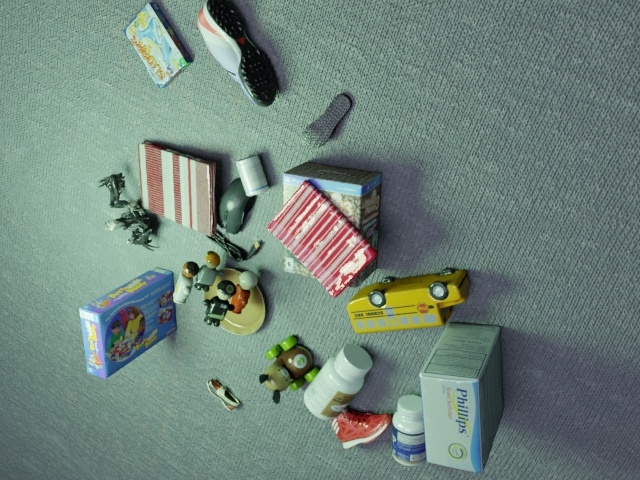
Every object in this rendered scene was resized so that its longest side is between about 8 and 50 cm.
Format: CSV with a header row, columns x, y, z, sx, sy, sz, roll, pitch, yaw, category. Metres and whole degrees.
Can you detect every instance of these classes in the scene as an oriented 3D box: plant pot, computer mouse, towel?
x,y,z,sx,sy,sz,roll,pitch,yaw,category
-0.275,0.196,2.038,0.236,0.032,0.236,10,113,24,plant pot
-0.253,-0.049,1.912,0.184,0.060,0.262,40,123,9,computer mouse
-0.448,-0.165,1.958,0.329,0.037,0.237,20,119,31,towel
0.000,0.000,1.648,0.275,0.031,0.199,46,122,5,towel

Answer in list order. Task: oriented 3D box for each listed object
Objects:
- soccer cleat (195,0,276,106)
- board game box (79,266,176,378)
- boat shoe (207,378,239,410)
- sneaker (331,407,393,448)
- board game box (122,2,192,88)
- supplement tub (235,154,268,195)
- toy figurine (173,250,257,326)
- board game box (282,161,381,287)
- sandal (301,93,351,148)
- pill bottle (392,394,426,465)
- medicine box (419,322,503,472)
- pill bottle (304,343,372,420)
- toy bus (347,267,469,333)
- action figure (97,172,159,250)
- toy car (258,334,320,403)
x,y,z,sx,sy,sz,roll,pitch,yaw,category
-0.230,-0.498,1.710,0.116,0.109,0.318,-23,100,53,soccer cleat
-0.618,0.261,2.055,0.078,0.347,0.233,12,114,24,board game box
-0.341,0.536,2.198,0.137,0.049,0.043,49,120,0,boat shoe
0.113,0.561,1.948,0.221,0.087,0.128,-39,90,32,sneaker
-0.478,-0.570,1.838,0.136,0.035,0.201,-31,93,33,board game box
-0.198,-0.188,1.822,0.071,0.071,0.107,-9,105,30,supplement tub
-0.319,0.136,1.896,0.210,0.213,0.148,32,111,16,toy figurine
0.029,-0.047,1.717,0.232,0.141,0.291,11,114,24,board game box
0.020,-0.316,1.682,0.067,0.040,0.179,43,108,0,sandal
0.268,0.557,1.849,0.112,0.112,0.186,9,113,25,pill bottle
0.373,0.394,1.623,0.149,0.289,0.263,2,110,27,medicine box
0.056,0.426,1.895,0.131,0.131,0.229,38,119,10,pill bottle
0.241,0.168,1.711,0.333,0.108,0.130,-11,104,30,toy bus
-0.643,-0.073,2.053,0.164,0.141,0.275,-19,99,61,action figure
-0.119,0.417,1.950,0.149,0.188,0.155,-36,91,33,toy car
